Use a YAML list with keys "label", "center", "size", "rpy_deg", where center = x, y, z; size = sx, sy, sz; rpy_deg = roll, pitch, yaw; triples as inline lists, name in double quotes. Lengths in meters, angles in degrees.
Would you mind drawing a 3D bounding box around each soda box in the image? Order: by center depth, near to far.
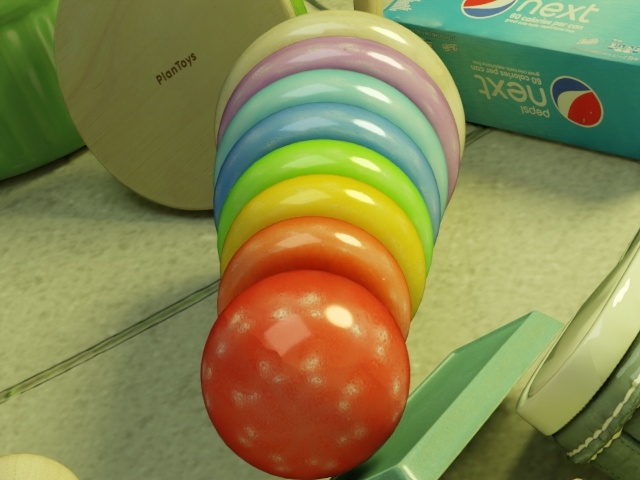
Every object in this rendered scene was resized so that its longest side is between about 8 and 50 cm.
- label: "soda box"
  center: [0.136, -0.106, 1.060]
  size: [0.210, 0.071, 0.067]
  rpy_deg: [17, 51, 42]

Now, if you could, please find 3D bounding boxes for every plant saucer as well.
- label: "plant saucer"
  center: [0.053, 0.080, 0.828]
  size: [0.067, 0.018, 0.192]
  rpy_deg: [-30, 5, 32]

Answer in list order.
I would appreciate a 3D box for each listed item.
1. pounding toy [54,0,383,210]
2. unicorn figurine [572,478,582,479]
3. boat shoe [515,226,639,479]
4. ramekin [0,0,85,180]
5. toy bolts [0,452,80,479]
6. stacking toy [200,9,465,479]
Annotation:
- label: "pounding toy"
  center: [-0.039, -0.119, 1.119]
  size: [0.237, 0.182, 0.110]
  rpy_deg: [2, 17, 30]
- label: "unicorn figurine"
  center: [0.075, 0.134, 0.777]
  size: [0.162, 0.111, 0.060]
  rpy_deg: [17, 67, 15]
- label: "boat shoe"
  center: [0.209, 0.008, 0.885]
  size: [0.099, 0.116, 0.319]
  rpy_deg: [40, 51, 4]
- label: "ramekin"
  center: [-0.236, -0.171, 1.274]
  size: [0.303, 0.148, 0.303]
  rpy_deg: [-14, 36, 11]
- label: "toy bolts"
  center: [-0.051, 0.166, 0.725]
  size: [0.218, 0.158, 0.228]
  rpy_deg: [-36, 42, -19]
- label: "stacking toy"
  center: [0.000, 0.000, 0.878]
  size: [0.141, 0.141, 0.330]
  rpy_deg: [-14, 22, 11]
